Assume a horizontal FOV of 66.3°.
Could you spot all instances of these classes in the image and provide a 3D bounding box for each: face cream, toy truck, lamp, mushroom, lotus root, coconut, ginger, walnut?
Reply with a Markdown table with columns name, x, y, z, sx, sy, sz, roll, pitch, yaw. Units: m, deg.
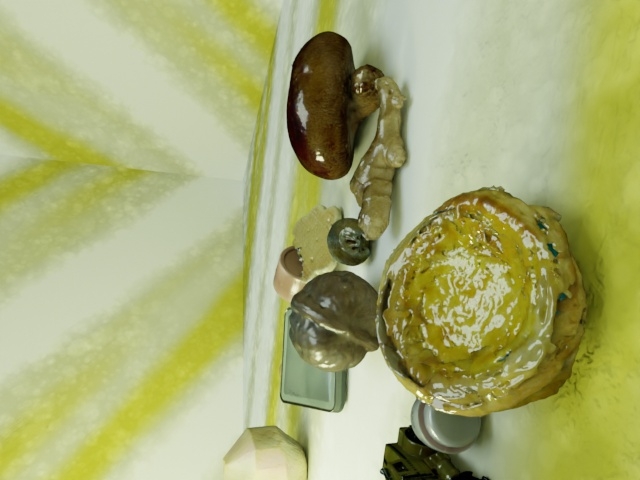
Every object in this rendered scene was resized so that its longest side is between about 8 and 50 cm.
| name | x | y | z | sx | sy | sz | roll | pitch | yaw |
| --- | --- | --- | --- | --- | --- | --- | --- | --- | --- |
| face cream | 0.173 | 0.250 | 0.690 | 0.095 | 0.091 | 0.091 | 113 | 157 | -67 |
| toy truck | 0.152 | 0.365 | 0.670 | 0.257 | 0.127 | 0.127 | -140 | 55 | -75 |
| lamp | -0.022 | 0.307 | 1.305 | 0.267 | 0.047 | 0.268 | -16 | 68 | 55 |
| mushroom | 0.016 | -0.328 | 1.198 | 0.345 | 0.239 | 0.345 | -64 | 1 | 2 |
| face cream | -0.057 | 0.099 | 1.428 | 0.149 | 0.149 | 0.104 | -103 | 23 | -46 |
| lotus root | 0.062 | 0.003 | 1.159 | 0.192 | 0.088 | 0.113 | -172 | 81 | -74 |
| coconut | -0.175 | 0.690 | 1.494 | 0.259 | 0.260 | 0.259 | -175 | 90 | -74 |
| ginger | 0.121 | -0.168 | 1.011 | 0.148 | 0.081 | 0.333 | -148 | 70 | -73 |
| walnut | 0.034 | 0.168 | 1.020 | 0.224 | 0.224 | 0.224 | -175 | 90 | -74 |

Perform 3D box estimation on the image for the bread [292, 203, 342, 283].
| name | x | y | z | sx | sy | sz | roll | pitch | yaw |
| --- | --- | --- | --- | --- | --- | --- | --- | --- | --- |
| bread | 0.000 | 0.000 | 1.347 | 0.182 | 0.039 | 0.250 | -39 | 39 | 22 |

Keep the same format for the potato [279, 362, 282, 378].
| name | x | y | z | sx | sy | sz | roll | pitch | yaw |
| --- | --- | --- | --- | --- | --- | --- | --- | --- | --- |
| potato | -0.068 | 0.391 | 1.469 | 0.147 | 0.112 | 0.111 | -138 | 54 | -75 |

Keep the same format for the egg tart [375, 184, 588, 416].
| name | x | y | z | sx | sy | sz | roll | pitch | yaw |
| --- | --- | --- | --- | --- | --- | --- | --- | --- | --- |
| egg tart | 0.192 | 0.072 | 0.606 | 0.291 | 0.107 | 0.290 | -20 | 63 | 45 |
